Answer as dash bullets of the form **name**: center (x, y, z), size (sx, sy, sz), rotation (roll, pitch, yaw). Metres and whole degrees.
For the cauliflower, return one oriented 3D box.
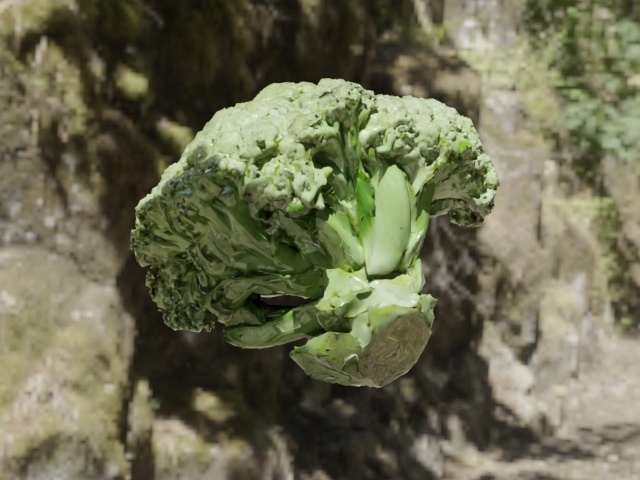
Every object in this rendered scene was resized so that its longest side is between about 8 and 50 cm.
- **cauliflower**: center (0.000, 0.000, 1.101), size (0.275, 0.250, 0.272), rotation (-35, -22, 27)
